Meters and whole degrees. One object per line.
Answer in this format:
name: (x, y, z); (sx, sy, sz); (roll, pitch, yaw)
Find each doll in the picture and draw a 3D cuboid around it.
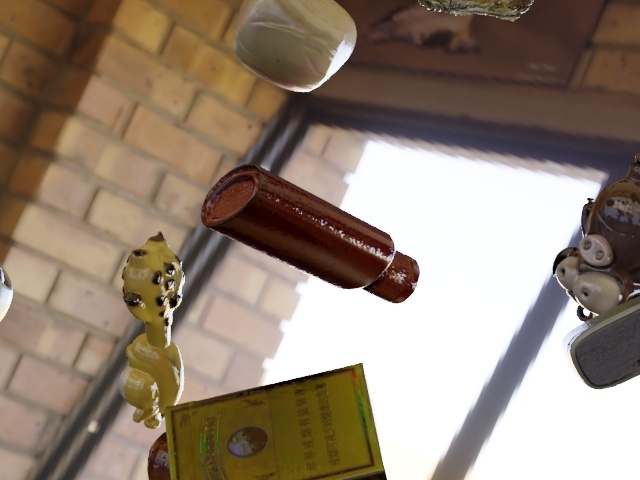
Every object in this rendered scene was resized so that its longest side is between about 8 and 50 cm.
doll: (-0.226, 0.126, 1.838); (0.086, 0.291, 0.117); (20, 35, 29)
doll: (0.433, 0.011, 1.923); (0.117, 0.257, 0.182); (9, 28, -46)

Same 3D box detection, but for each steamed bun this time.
steamed bun: (-0.047, -0.286, 1.910); (0.170, 0.152, 0.238); (34, 19, -6)

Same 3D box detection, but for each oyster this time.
oyster: (0.260, -0.407, 2.229); (0.177, 0.125, 0.064); (20, -44, 13)

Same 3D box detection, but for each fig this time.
fig: (-0.160, 0.341, 1.778); (0.134, 0.201, 0.146); (3, 7, 27)

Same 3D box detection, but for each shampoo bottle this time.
shampoo bottle: (0.000, 0.000, 1.486); (0.260, 0.064, 0.102); (26, -39, -34)

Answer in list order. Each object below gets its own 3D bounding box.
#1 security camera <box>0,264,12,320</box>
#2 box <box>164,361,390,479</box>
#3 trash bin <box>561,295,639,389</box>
security camera: (-0.602, 0.069, 2.106); (0.236, 0.194, 0.194); (21, -8, -2)
box: (-0.046, 0.219, 1.394); (0.220, 0.141, 0.064); (-14, -41, 4)
trash bin: (0.285, 0.091, 1.257); (0.059, 0.116, 0.130); (64, 5, 4)
